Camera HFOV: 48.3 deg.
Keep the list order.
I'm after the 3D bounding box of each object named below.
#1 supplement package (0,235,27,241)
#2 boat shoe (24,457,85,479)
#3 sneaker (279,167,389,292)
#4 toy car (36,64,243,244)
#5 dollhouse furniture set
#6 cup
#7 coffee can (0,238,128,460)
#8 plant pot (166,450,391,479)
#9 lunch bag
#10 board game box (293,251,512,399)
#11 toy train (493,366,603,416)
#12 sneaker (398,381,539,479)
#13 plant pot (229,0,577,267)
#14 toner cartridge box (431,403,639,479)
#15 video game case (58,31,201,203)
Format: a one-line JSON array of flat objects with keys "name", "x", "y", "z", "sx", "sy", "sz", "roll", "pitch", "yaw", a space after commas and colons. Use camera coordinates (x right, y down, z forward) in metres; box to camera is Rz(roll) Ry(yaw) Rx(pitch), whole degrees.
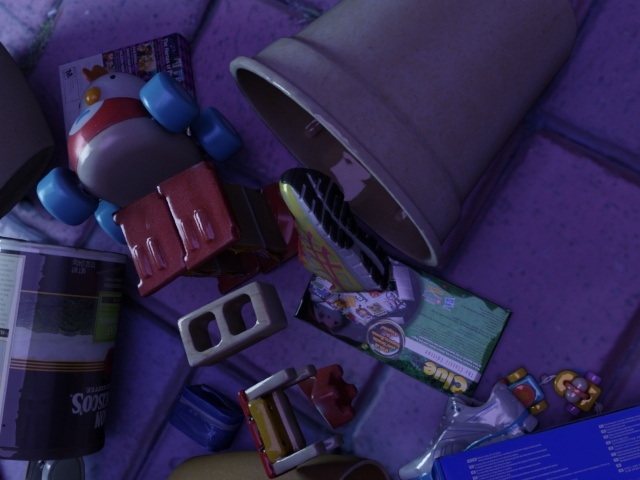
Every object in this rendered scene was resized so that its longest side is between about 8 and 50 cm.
[{"name": "supplement package", "x": -0.534, "y": 0.046, "z": 1.060, "sx": 0.105, "sy": 0.179, "sz": 0.105, "roll": -7, "pitch": 82, "yaw": 15}, {"name": "boat shoe", "x": -0.390, "y": 0.399, "z": 1.034, "sx": 0.069, "sy": 0.081, "sz": 0.227, "roll": 15, "pitch": 101, "yaw": 36}, {"name": "sneaker", "x": 0.000, "y": 0.000, "z": 0.889, "sx": 0.094, "sy": 0.208, "sz": 0.081, "roll": -17, "pitch": 35, "yaw": 30}, {"name": "toy car", "x": -0.271, "y": -0.159, "z": 0.961, "sx": 0.219, "sy": 0.210, "sz": 0.238, "roll": -40, "pitch": 65, "yaw": 10}, {"name": "dollhouse furniture set", "x": -0.091, "y": 0.101, "z": 0.898, "sx": 0.152, "sy": 0.201, "sz": 0.374, "roll": -28, "pitch": 74, "yaw": 19}, {"name": "cup", "x": -0.536, "y": -0.152, "z": 1.037, "sx": 0.237, "sy": 0.331, "sz": 0.331, "roll": 39, "pitch": 96, "yaw": -8}, {"name": "coffee can", "x": -0.388, "y": 0.144, "z": 0.996, "sx": 0.202, "sy": 0.201, "sz": 0.275, "roll": 5, "pitch": 86, "yaw": 17}, {"name": "plant pot", "x": -0.074, "y": 0.359, "z": 0.886, "sx": 0.254, "sy": 0.237, "sz": 0.237, "roll": 7, "pitch": 86, "yaw": 30}, {"name": "lunch bag", "x": -0.156, "y": 0.238, "z": 0.989, "sx": 0.098, "sy": 0.067, "sz": 0.065, "roll": 29, "pitch": 92, "yaw": 18}, {"name": "board game box", "x": 0.105, "y": 0.098, "z": 0.948, "sx": 0.260, "sy": 0.030, "sz": 0.136, "roll": 26, "pitch": 90, "yaw": 17}, {"name": "toy train", "x": 0.289, "y": 0.218, "z": 0.872, "sx": 0.166, "sy": 0.046, "sz": 0.125, "roll": 5, "pitch": 86, "yaw": 16}, {"name": "sneaker", "x": 0.169, "y": 0.236, "z": 0.885, "sx": 0.191, "sy": 0.071, "sz": 0.083, "roll": -36, "pitch": 76, "yaw": 20}, {"name": "plant pot", "x": 0.118, "y": -0.191, "z": 0.848, "sx": 0.334, "sy": 0.334, "sz": 0.305, "roll": 43, "pitch": 85, "yaw": 16}, {"name": "toner cartridge box", "x": 0.311, "y": 0.278, "z": 0.769, "sx": 0.348, "sy": 0.075, "sz": 0.165, "roll": -13, "pitch": 59, "yaw": -3}, {"name": "video game case", "x": -0.287, "y": -0.177, "z": 1.082, "sx": 0.210, "sy": 0.042, "sz": 0.232, "roll": -11, "pitch": 82, "yaw": 15}]
